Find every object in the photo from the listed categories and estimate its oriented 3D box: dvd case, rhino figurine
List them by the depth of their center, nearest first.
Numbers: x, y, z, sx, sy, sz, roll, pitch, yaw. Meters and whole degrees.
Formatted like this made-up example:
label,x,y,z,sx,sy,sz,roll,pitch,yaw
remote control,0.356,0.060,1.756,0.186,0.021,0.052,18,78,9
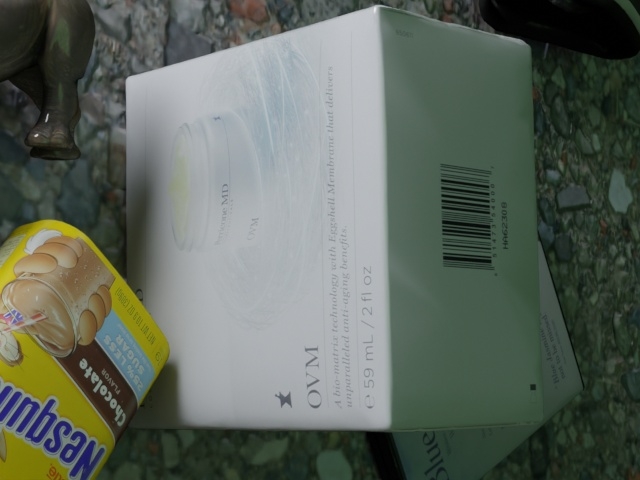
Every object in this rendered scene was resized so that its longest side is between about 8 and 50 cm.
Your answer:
label,x,y,z,sx,sy,sz,roll,pitch,yaw
rhino figurine,-0.218,-0.109,0.720,0.243,0.073,0.106,7,83,-44
dvd case,0.115,0.088,1.077,0.253,0.022,0.180,-29,106,-44

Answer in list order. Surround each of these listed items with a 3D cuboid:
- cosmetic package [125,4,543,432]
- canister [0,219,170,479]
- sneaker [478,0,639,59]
label,x,y,z,sx,sy,sz,roll,pitch,yaw
cosmetic package,0.000,0.000,0.822,0.138,0.224,0.224,5,81,-43
canister,-0.162,0.086,0.739,0.126,0.073,0.170,56,41,-26
sneaker,0.190,-0.334,1.104,0.447,0.169,0.257,52,49,-31
